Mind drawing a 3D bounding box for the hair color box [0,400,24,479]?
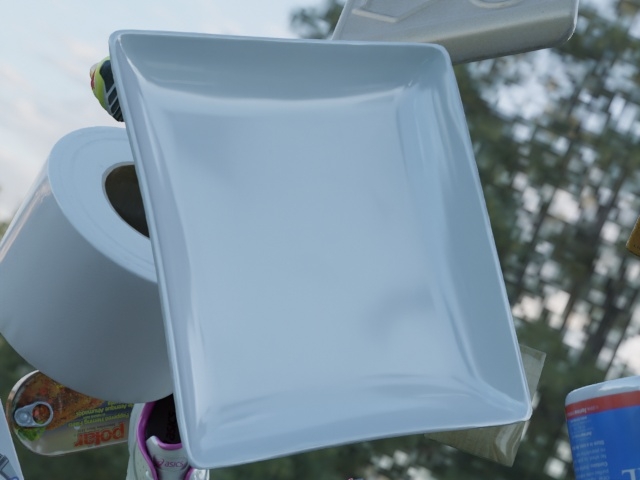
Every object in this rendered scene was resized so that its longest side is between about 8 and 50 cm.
[{"bbox_3d":[-0.308,0.202,1.334,0.093,0.167,0.053,-19,4,-34],"label":"hair color box"}]

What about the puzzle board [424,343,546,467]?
[{"bbox_3d":[0.173,0.162,1.634,0.096,0.128,0.011,19,-17,1],"label":"puzzle board"}]

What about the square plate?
[{"bbox_3d":[0.000,0.000,1.269,0.347,0.344,0.049,-3,-14,-36],"label":"square plate"}]

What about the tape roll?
[{"bbox_3d":[-0.201,0.023,1.607,0.246,0.169,0.246,24,33,-17],"label":"tape roll"}]

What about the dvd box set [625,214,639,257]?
[{"bbox_3d":[0.423,-0.193,1.521,0.062,0.307,0.420,26,-27,11],"label":"dvd box set"}]

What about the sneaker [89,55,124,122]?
[{"bbox_3d":[-0.279,-0.210,2.107,0.094,0.081,0.208,35,-6,10],"label":"sneaker"}]

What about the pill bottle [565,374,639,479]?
[{"bbox_3d":[0.258,0.214,1.161,0.124,0.221,0.124,-8,-12,-2],"label":"pill bottle"}]

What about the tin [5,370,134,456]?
[{"bbox_3d":[-0.286,0.201,1.881,0.190,0.106,0.040,-7,-5,-28],"label":"tin"}]

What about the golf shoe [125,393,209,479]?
[{"bbox_3d":[-0.179,0.293,1.764,0.115,0.306,0.140,0,-19,-6],"label":"golf shoe"}]

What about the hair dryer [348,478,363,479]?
[{"bbox_3d":[-0.020,0.481,2.185,0.080,0.223,0.293,13,-38,-32],"label":"hair dryer"}]

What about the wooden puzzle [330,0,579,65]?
[{"bbox_3d":[0.194,-0.333,1.981,0.322,0.348,0.080,-8,-45,26],"label":"wooden puzzle"}]
